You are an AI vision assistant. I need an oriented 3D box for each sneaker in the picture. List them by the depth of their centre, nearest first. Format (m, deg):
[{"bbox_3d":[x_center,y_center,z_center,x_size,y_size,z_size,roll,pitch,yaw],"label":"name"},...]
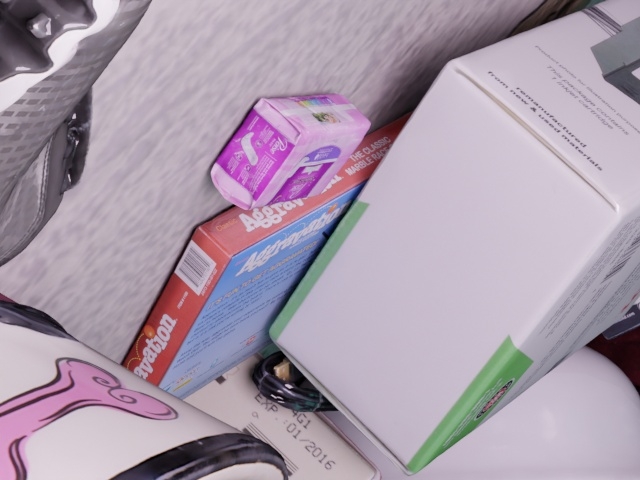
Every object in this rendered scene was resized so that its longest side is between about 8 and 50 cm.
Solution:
[{"bbox_3d":[-0.099,-0.050,0.518,0.234,0.078,0.106,-49,169,21],"label":"sneaker"}]

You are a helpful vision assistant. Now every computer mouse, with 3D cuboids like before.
[{"bbox_3d":[0.030,0.048,1.115,0.041,0.071,0.242,-58,169,27],"label":"computer mouse"}]

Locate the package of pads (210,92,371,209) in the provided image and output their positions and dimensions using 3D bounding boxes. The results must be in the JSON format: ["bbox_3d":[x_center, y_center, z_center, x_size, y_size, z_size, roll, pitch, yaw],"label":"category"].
[{"bbox_3d":[-0.014,-0.043,0.855,0.050,0.032,0.083,-55,164,21],"label":"package of pads"}]

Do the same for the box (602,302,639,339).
[{"bbox_3d":[0.227,-0.042,1.256,0.156,0.158,0.093,-34,-178,-43],"label":"box"}]

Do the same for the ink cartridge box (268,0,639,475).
[{"bbox_3d":[0.131,-0.018,1.043,0.289,0.121,0.211,-26,155,-55],"label":"ink cartridge box"}]

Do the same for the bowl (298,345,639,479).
[{"bbox_3d":[0.101,0.119,1.286,0.298,0.134,0.298,-2,171,0],"label":"bowl"}]

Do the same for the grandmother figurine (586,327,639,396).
[{"bbox_3d":[0.233,0.080,1.415,0.104,0.208,0.342,4,175,-29],"label":"grandmother figurine"}]

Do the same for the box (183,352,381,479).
[{"bbox_3d":[-0.069,0.190,1.119,0.148,0.127,0.232,-40,163,-25],"label":"box"}]

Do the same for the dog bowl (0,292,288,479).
[{"bbox_3d":[-0.204,0.178,0.663,0.408,0.150,0.408,-44,166,-14],"label":"dog bowl"}]

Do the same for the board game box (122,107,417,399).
[{"bbox_3d":[0.000,0.000,1.016,0.281,0.027,0.145,-30,159,-48],"label":"board game box"}]
